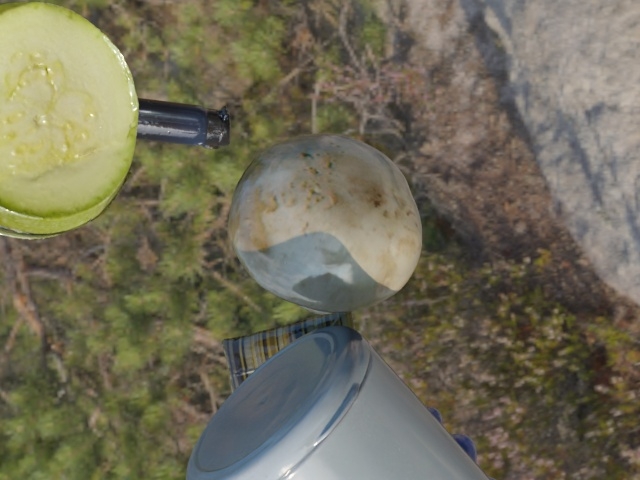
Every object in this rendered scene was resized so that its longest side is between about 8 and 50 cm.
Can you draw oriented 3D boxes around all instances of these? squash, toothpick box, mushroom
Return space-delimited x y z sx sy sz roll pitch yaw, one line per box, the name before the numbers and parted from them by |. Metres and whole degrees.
squash | -0.274 -0.114 0.958 0.133 0.220 0.220 -19 79 58
toothpick box | 0.065 0.279 1.018 0.354 0.263 0.263 48 144 -14
mushroom | 0.000 0.000 1.186 0.243 0.244 0.243 9 102 52

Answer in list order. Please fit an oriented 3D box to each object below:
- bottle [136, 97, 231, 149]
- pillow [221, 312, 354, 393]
bottle | -0.273 -0.201 1.650 0.072 0.244 0.082 -106 25 -50
pillow | -0.041 0.171 1.380 0.203 0.038 0.113 -17 74 13
